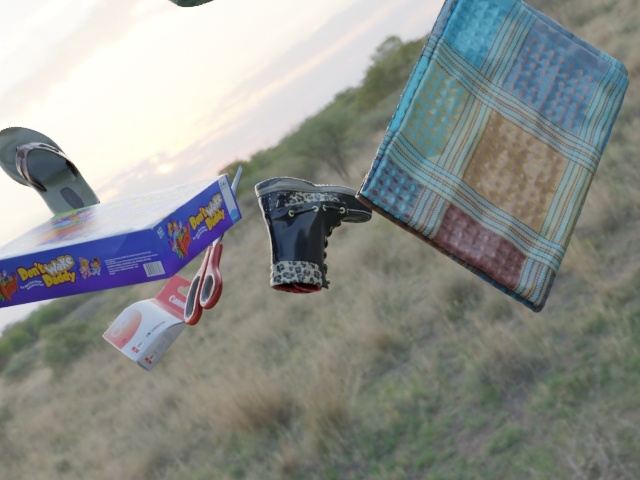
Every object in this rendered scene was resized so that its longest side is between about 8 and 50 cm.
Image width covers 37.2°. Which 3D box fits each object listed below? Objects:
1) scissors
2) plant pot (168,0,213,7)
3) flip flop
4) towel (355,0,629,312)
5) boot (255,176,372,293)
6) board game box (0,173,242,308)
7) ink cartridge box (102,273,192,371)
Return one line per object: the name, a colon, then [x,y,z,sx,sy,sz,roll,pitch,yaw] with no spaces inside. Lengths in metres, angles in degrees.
scissors: [-0.188,0.007,1.660,0.109,0.021,0.297,-36,39,47]
plant pot: [-0.212,-0.534,1.577,0.293,0.235,0.293,-29,0,0]
flip flop: [-0.509,-0.130,1.759,0.112,0.277,0.080,-37,-26,-20]
towel: [0.223,-0.134,1.154,0.370,0.271,0.040,-64,12,-25]
boot: [-0.002,0.000,1.543,0.236,0.179,0.085,10,-23,-42]
board game box: [-0.327,0.003,1.460,0.347,0.078,0.233,-11,17,26]
ink cartridge box: [-0.301,0.138,1.737,0.145,0.045,0.179,22,72,50]
